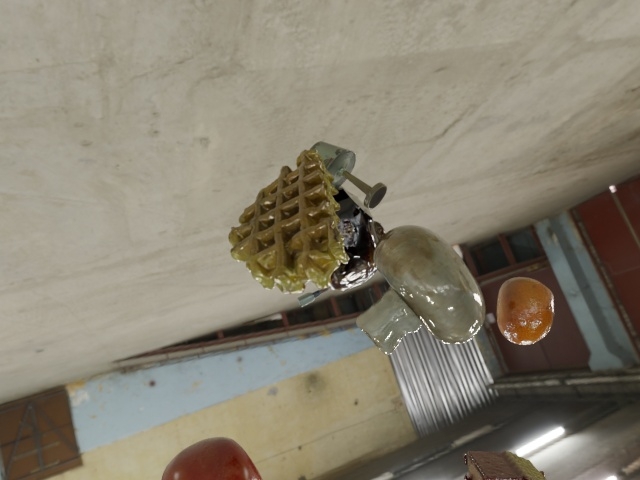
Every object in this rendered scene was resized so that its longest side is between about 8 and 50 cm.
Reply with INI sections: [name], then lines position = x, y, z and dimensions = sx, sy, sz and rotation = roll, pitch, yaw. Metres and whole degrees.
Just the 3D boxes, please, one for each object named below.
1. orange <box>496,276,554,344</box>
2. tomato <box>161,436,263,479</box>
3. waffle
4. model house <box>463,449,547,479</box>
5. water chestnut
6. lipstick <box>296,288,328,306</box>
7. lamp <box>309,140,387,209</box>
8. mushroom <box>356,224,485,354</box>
[orange]
position = 0.654, 0.225, 1.530
dimensions = 0.170, 0.224, 0.224
rotation = 0, 173, 17
[tomato]
position = -0.313, 0.756, 1.433
dimensions = 0.293, 0.290, 0.325
rotation = -26, 136, -10
[waffle]
position = -0.017, -0.024, 0.484
dimensions = 0.160, 0.046, 0.192
rotation = -45, -146, -14
[model house]
position = 0.587, 0.753, 1.472
dimensions = 0.253, 0.160, 0.196
rotation = -4, 180, -1
[water chestnut]
position = 0.000, 0.000, 1.378
dimensions = 0.346, 0.335, 0.335
rotation = -31, 166, 6
[lipstick]
position = -0.020, 0.171, 1.501
dimensions = 0.107, 0.025, 0.025
rotation = -25, -153, -16
[lamp]
position = 0.062, -0.165, 1.212
dimensions = 0.121, 0.214, 0.121
rotation = -39, 154, -23
[mushroom]
position = 0.163, 0.101, 0.865
dimensions = 0.243, 0.244, 0.243
rotation = -18, 168, -4
